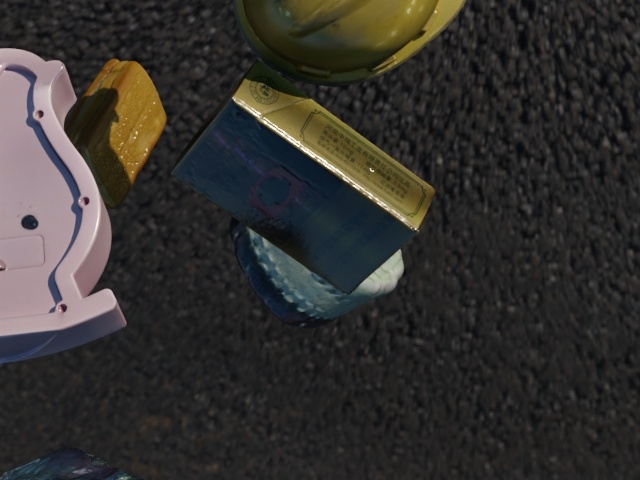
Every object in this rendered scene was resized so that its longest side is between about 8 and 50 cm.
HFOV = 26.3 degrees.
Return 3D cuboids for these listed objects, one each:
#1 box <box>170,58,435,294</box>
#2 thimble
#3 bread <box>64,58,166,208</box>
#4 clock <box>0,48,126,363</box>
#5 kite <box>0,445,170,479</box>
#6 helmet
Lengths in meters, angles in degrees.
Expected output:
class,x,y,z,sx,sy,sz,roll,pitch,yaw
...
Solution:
class,x,y,z,sx,sy,sz,roll,pitch,yaw
box,-0.019,-0.061,1.450,0.240,0.071,0.159,36,139,-11
thimble,0.000,0.000,1.804,0.150,0.237,0.237,-26,105,31
bread,-0.280,-0.143,1.824,0.077,0.200,0.116,3,138,22
clock,-0.337,-0.023,1.233,0.290,0.080,0.275,-10,71,-3
kite,-0.335,0.364,2.025,0.204,0.360,0.022,-31,62,26
helmet,0.039,-0.266,1.358,0.257,0.140,0.205,-25,96,-4
